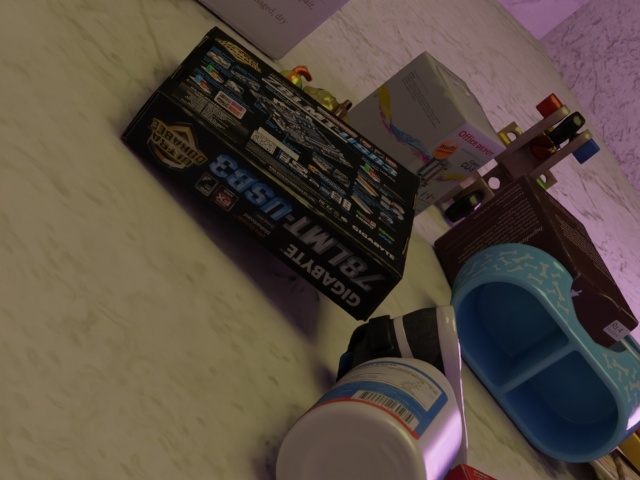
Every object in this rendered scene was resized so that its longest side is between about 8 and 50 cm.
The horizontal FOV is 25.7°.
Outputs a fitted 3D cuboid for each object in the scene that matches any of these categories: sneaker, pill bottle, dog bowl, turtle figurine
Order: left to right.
[{"bbox_3d":[0.011,-0.136,1.711,0.217,0.087,0.269,50,18,-6],"label":"turtle figurine"},{"bbox_3d":[0.051,0.169,1.178,0.124,0.124,0.221,53,18,3],"label":"pill bottle"},{"bbox_3d":[0.078,0.150,1.359,0.079,0.121,0.216,-88,172,-52],"label":"sneaker"},{"bbox_3d":[0.272,0.145,1.712,0.297,0.166,0.074,51,29,-2],"label":"dog bowl"}]

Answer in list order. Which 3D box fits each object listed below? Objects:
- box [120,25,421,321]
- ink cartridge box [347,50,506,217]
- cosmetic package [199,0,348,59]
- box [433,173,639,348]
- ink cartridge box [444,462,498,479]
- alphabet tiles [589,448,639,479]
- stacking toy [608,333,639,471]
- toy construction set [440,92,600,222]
[{"bbox_3d":[-0.036,-0.080,1.438,0.295,0.073,0.293,37,20,-8],"label":"box"},{"bbox_3d":[0.125,-0.133,1.840,0.128,0.176,0.127,24,33,-55],"label":"ink cartridge box"},{"bbox_3d":[-0.052,-0.523,1.801,0.327,0.394,0.329,34,25,-44],"label":"cosmetic package"},{"bbox_3d":[0.288,0.057,1.889,0.168,0.167,0.203,36,24,-41],"label":"box"},{"bbox_3d":[0.166,0.306,1.275,0.127,0.072,0.175,33,26,-46],"label":"ink cartridge box"},{"bbox_3d":[0.441,0.352,1.843,0.278,0.021,0.284,45,8,3],"label":"alphabet tiles"},{"bbox_3d":[0.508,0.249,2.067,0.279,0.130,0.309,41,15,-32],"label":"stacking toy"},{"bbox_3d":[0.257,-0.123,2.172,0.309,0.257,0.237,28,1,-2],"label":"toy construction set"}]
